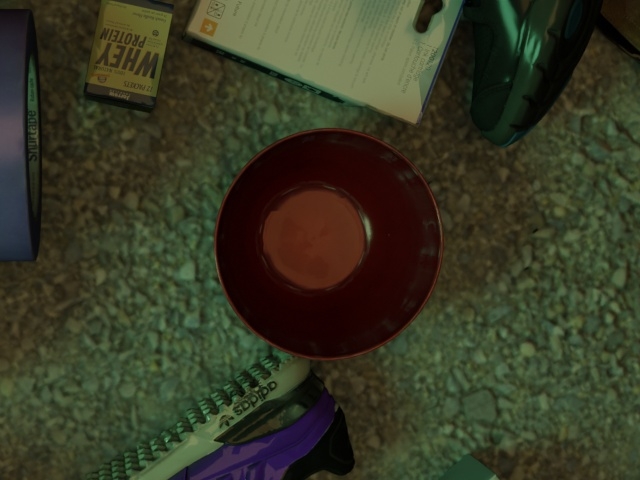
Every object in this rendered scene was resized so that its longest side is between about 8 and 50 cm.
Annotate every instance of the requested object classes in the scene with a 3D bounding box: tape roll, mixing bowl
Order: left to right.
[{"bbox_3d":[-0.253,-0.078,0.990,0.080,0.189,0.189,-2,93,-8],"label":"tape roll"},{"bbox_3d":[0.000,0.000,1.077,0.181,0.098,0.181,-1,94,-9],"label":"mixing bowl"}]

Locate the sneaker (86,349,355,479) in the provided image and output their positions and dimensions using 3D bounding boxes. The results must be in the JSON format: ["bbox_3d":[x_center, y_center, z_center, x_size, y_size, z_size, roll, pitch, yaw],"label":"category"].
[{"bbox_3d":[-0.097,0.222,1.073,0.293,0.102,0.146,-35,98,-5],"label":"sneaker"}]

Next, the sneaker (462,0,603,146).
[{"bbox_3d":[0.154,-0.243,1.045,0.140,0.125,0.340,18,115,21],"label":"sneaker"}]

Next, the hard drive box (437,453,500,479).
[{"bbox_3d":[0.140,0.330,1.121,0.181,0.089,0.232,-41,98,-5],"label":"hard drive box"}]

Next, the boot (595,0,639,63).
[{"bbox_3d":[0.238,-0.258,1.100,0.305,0.112,0.115,44,97,-10],"label":"boot"}]

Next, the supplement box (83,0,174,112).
[{"bbox_3d":[-0.152,-0.148,1.053,0.056,0.083,0.083,11,92,-9],"label":"supplement box"}]

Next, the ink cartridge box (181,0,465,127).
[{"bbox_3d":[0.019,-0.222,1.093,0.208,0.045,0.206,22,89,-9],"label":"ink cartridge box"}]
